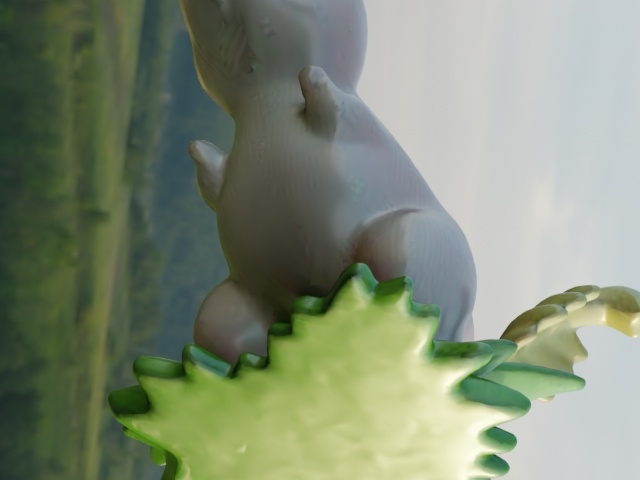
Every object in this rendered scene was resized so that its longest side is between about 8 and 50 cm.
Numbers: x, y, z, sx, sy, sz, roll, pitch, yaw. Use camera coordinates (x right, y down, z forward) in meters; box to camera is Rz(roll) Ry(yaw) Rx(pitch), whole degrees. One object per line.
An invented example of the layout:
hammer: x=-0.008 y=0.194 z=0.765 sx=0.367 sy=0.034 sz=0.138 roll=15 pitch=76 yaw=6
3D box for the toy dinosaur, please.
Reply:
toy dinosaur: x=-0.004 y=0.004 z=0.598 sx=0.152 sy=0.194 sz=0.177 roll=-32 pitch=-151 yaw=32
